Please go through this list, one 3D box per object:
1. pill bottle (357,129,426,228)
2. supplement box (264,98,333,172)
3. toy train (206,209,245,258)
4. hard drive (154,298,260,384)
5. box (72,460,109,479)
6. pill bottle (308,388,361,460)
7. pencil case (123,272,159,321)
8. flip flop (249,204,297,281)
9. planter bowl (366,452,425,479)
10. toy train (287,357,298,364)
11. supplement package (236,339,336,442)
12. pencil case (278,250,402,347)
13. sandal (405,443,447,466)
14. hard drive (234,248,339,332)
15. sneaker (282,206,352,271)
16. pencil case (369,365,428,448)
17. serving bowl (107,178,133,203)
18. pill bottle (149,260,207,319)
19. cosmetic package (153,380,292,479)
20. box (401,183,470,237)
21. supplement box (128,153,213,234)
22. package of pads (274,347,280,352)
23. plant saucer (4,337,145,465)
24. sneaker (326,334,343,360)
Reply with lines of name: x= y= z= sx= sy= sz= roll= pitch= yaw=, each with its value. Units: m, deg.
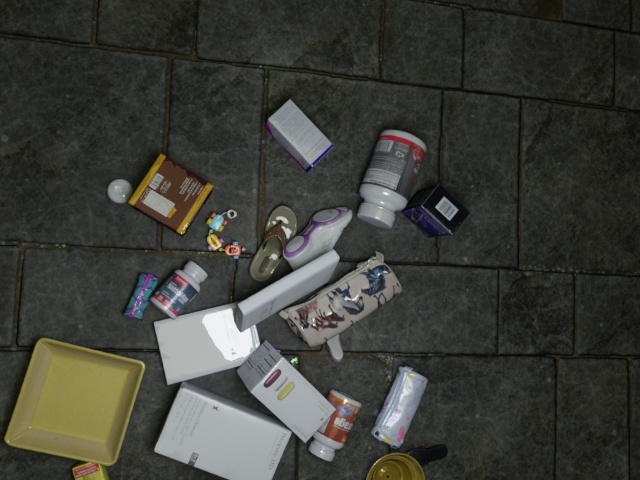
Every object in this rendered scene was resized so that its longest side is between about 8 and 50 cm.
pill bottle: x=0.240 y=-0.211 z=1.967 sx=0.176 sy=0.176 sz=0.318 roll=22 pitch=83 yaw=-10
supplement box: x=-0.076 y=-0.359 z=1.940 sx=0.220 sy=0.111 sz=0.114 roll=45 pitch=79 yaw=-7
toy train: x=-0.325 y=-0.018 z=1.902 sx=0.125 sy=0.046 sz=0.166 roll=-6 pitch=91 yaw=-14
hard drive: x=-0.370 y=0.334 z=1.871 sx=0.319 sy=0.040 sz=0.210 roll=-13 pitch=89 yaw=-13
box: x=-0.700 y=0.802 z=1.763 sx=0.087 sy=0.058 sz=0.232 roll=-16 pitch=90 yaw=-12
pill bottle: x=0.045 y=0.626 z=1.904 sx=0.121 sy=0.121 sz=0.216 roll=27 pitch=82 yaw=-10
pencil case: x=-0.580 y=0.181 z=1.820 sx=0.065 sy=0.070 sz=0.151 roll=21 pitch=82 yaw=-10
flip flop: x=-0.159 y=0.012 z=1.916 sx=0.112 sy=0.080 sz=0.277 roll=28 pitch=82 yaw=-9
planter bowl: x=0.246 y=0.835 z=1.951 sx=0.217 sy=0.090 sz=0.217 roll=1 pitch=87 yaw=-13
toy train: x=-0.116 y=0.428 z=1.934 sx=0.083 sy=0.017 sz=0.023 roll=-24 pitch=82 yaw=-13
supplement package: x=-0.115 y=0.483 z=1.811 sx=0.145 sy=0.204 sz=0.262 roll=-46 pitch=109 yaw=-10
pencil case: x=0.068 y=0.206 z=1.912 sx=0.410 sy=0.160 sz=0.183 roll=-31 pitch=109 yaw=-12
sandal: x=0.375 y=0.768 z=2.015 sx=0.179 sy=0.040 sz=0.067 roll=1 pitch=92 yaw=-27
hard drive: x=-0.112 y=0.166 z=1.816 sx=0.353 sy=0.233 sz=0.047 roll=-29 pitch=74 yaw=-21
sneaker: x=0.000 y=0.000 z=1.953 sx=0.305 sy=0.114 sz=0.152 roll=-41 pitch=130 yaw=-21
pencil case: x=0.273 y=0.577 z=1.959 sx=0.124 sy=0.113 sz=0.273 roll=33 pitch=79 yaw=-31
serving bowl: x=-0.659 y=-0.164 z=1.844 sx=0.083 sy=0.027 sz=0.083 roll=1 pitch=86 yaw=-13
pill bottle: x=-0.456 y=0.157 z=1.825 sx=0.108 sy=0.108 sz=0.180 roll=41 pitch=71 yaw=-7
cosmetic package: x=-0.312 y=0.628 z=1.808 sx=0.385 sy=0.156 sz=0.217 roll=23 pitch=80 yaw=-9
box: x=0.401 y=-0.101 z=1.980 sx=0.153 sy=0.207 sz=0.108 roll=41 pitch=80 yaw=-6
supplement box: x=-0.482 y=-0.143 z=1.829 sx=0.194 sy=0.129 sz=0.191 roll=32 pitch=80 yaw=-9
package of pads: x=-0.171 y=0.408 z=1.914 sx=0.050 sy=0.032 sz=0.083 roll=14 pitch=85 yaw=-16
plant saucer: x=-0.756 y=0.498 z=1.758 sx=0.333 sy=0.081 sz=0.332 roll=17 pitch=84 yaw=-11
sneaker: x=0.047 y=0.362 z=1.962 sx=0.051 sy=0.070 sz=0.134 roll=-13 pitch=60 yaw=-4
